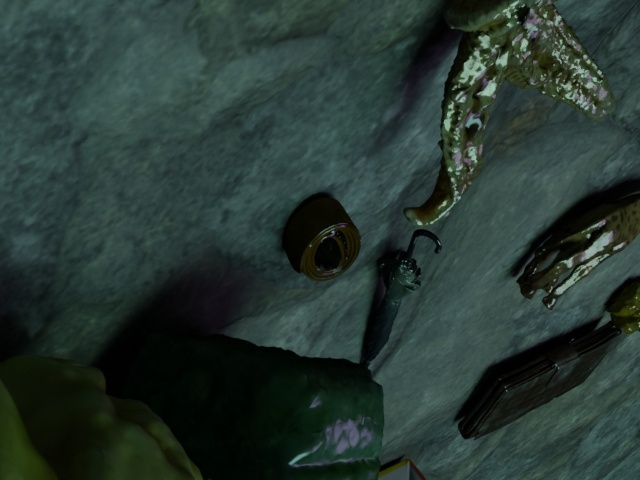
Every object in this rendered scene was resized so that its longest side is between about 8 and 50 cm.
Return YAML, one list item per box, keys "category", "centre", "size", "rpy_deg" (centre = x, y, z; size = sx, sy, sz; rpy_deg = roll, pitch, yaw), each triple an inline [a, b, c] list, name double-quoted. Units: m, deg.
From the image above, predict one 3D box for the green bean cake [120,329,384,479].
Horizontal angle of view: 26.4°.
- category: "green bean cake"
  centre: [-0.108, 0.226, 1.087]
  size: [0.169, 0.300, 0.308]
  rpy_deg: [7, 89, -56]

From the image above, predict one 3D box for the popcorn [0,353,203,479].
- category: "popcorn"
  centre: [-0.225, 0.229, 0.873]
  size: [0.334, 0.292, 0.293]
  rpy_deg: [-45, 157, -7]

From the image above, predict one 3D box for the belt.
- category: "belt"
  centre: [0.000, 0.000, 1.104]
  size: [0.059, 0.036, 0.083]
  rpy_deg: [-29, 152, -8]

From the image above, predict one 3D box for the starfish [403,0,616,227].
- category: "starfish"
  centre: [0.161, -0.165, 0.988]
  size: [0.327, 0.094, 0.375]
  rpy_deg: [-18, 141, -56]

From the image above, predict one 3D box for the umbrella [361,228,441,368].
- category: "umbrella"
  centre: [0.062, 0.055, 1.283]
  size: [0.044, 0.044, 0.269]
  rpy_deg: [-55, 174, -33]

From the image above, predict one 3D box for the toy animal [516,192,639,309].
- category: "toy animal"
  centre: [0.325, -0.015, 1.486]
  size: [0.275, 0.054, 0.149]
  rpy_deg: [-37, 156, -9]

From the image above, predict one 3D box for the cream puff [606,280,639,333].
- category: "cream puff"
  centre: [0.406, 0.085, 1.745]
  size: [0.083, 0.083, 0.058]
  rpy_deg: [-38, -160, -28]

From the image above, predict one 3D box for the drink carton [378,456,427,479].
- category: "drink carton"
  centre: [0.049, 0.448, 1.726]
  size: [0.111, 0.154, 0.351]
  rpy_deg: [-14, 143, -40]

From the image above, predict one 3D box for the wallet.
- category: "wallet"
  centre: [0.280, 0.176, 1.730]
  size: [0.230, 0.042, 0.124]
  rpy_deg: [-17, 149, -37]
